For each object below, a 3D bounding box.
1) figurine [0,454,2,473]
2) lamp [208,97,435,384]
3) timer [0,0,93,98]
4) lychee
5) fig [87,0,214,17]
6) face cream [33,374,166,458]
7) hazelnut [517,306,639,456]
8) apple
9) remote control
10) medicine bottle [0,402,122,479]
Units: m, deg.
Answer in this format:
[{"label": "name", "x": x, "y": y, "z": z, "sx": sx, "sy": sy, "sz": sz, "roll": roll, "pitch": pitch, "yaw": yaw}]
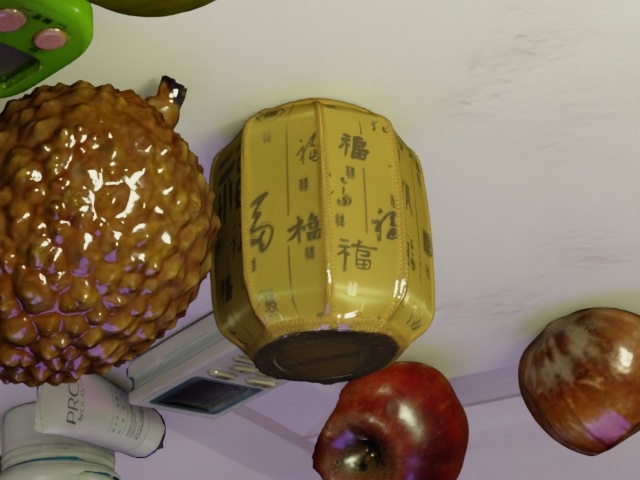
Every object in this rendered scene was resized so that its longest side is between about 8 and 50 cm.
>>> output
[{"label": "figurine", "x": -0.431, "y": 0.263, "z": 1.841, "sx": 0.197, "sy": 0.093, "sz": 0.147, "roll": -2, "pitch": 146, "yaw": -2}, {"label": "lamp", "x": 0.000, "y": 0.000, "z": 1.200, "sx": 0.161, "sy": 0.185, "sz": 0.161, "roll": -5, "pitch": 155, "yaw": -2}, {"label": "timer", "x": -0.218, "y": -0.138, "z": 1.030, "sx": 0.128, "sy": 0.047, "sz": 0.140, "roll": -25, "pitch": 148, "yaw": 36}, {"label": "lychee", "x": -0.157, "y": -0.011, "z": 1.120, "sx": 0.200, "sy": 0.238, "sz": 0.200, "roll": 32, "pitch": 162, "yaw": 12}, {"label": "fig", "x": -0.100, "y": -0.196, "z": 0.849, "sx": 0.142, "sy": 0.186, "sz": 0.148, "roll": -60, "pitch": 159, "yaw": 11}, {"label": "face cream", "x": -0.228, "y": 0.168, "z": 1.680, "sx": 0.058, "sy": 0.092, "sz": 0.244, "roll": -6, "pitch": 161, "yaw": 17}, {"label": "hazelnut", "x": 0.266, "y": 0.129, "z": 1.607, "sx": 0.143, "sy": 0.143, "sz": 0.154, "roll": 14, "pitch": 143, "yaw": -34}, {"label": "apple", "x": 0.082, "y": 0.197, "z": 1.701, "sx": 0.147, "sy": 0.156, "sz": 0.158, "roll": -17, "pitch": -179, "yaw": 28}, {"label": "remote control", "x": -0.070, "y": 0.106, "z": 1.584, "sx": 0.103, "sy": 0.055, "sz": 0.277, "roll": 15, "pitch": 150, "yaw": -33}, {"label": "medicine bottle", "x": -0.277, "y": 0.308, "z": 1.764, "sx": 0.143, "sy": 0.258, "sz": 0.143, "roll": -3, "pitch": 155, "yaw": -1}]
